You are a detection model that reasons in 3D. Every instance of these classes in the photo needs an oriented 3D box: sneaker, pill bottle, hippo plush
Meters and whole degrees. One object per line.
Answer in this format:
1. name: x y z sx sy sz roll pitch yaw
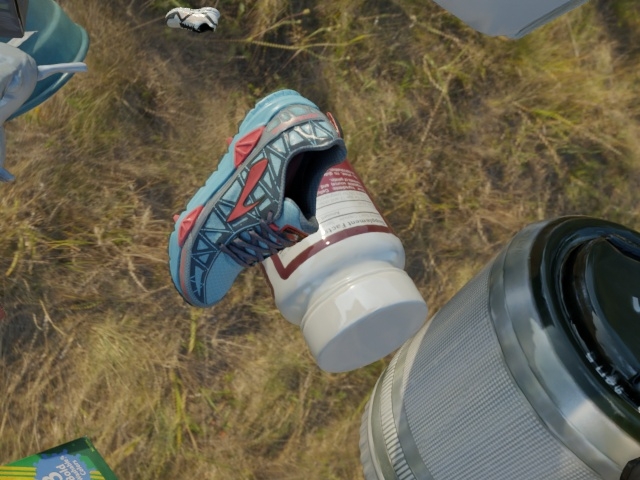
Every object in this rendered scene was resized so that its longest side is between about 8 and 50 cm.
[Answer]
1. sneaker: -0.249 -0.421 1.280 0.109 0.040 0.043 -1 72 11
2. sneaker: -0.066 -0.028 0.705 0.104 0.125 0.262 13 109 -57
3. pill bottle: 0.000 0.000 1.090 0.224 0.224 0.392 -11 56 -27
4. hippo plush: -0.584 -0.218 1.060 0.234 0.236 0.294 34 28 0

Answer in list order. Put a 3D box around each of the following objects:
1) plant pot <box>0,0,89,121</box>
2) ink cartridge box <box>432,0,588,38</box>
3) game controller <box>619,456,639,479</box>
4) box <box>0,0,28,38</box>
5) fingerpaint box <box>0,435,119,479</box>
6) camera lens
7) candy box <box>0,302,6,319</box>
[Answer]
1. plant pot: -0.692 -0.452 1.291 0.341 0.341 0.334 -50 142 -19
2. ink cartridge box: 0.094 -0.284 0.325 0.211 0.121 0.289 24 76 -20
3. game controller: 0.192 0.259 0.325 0.067 0.166 0.319 -4 102 8
4. box: -0.271 -0.230 0.406 0.183 0.056 0.231 0 60 -13
5. fingerpaint box: -0.413 0.554 1.000 0.371 0.445 0.163 -6 133 -56
6. camera lens: 0.178 0.131 0.535 0.219 0.274 0.219 16 47 -18
7. candy box: -0.672 0.021 1.088 0.087 0.316 0.183 -44 149 -35
